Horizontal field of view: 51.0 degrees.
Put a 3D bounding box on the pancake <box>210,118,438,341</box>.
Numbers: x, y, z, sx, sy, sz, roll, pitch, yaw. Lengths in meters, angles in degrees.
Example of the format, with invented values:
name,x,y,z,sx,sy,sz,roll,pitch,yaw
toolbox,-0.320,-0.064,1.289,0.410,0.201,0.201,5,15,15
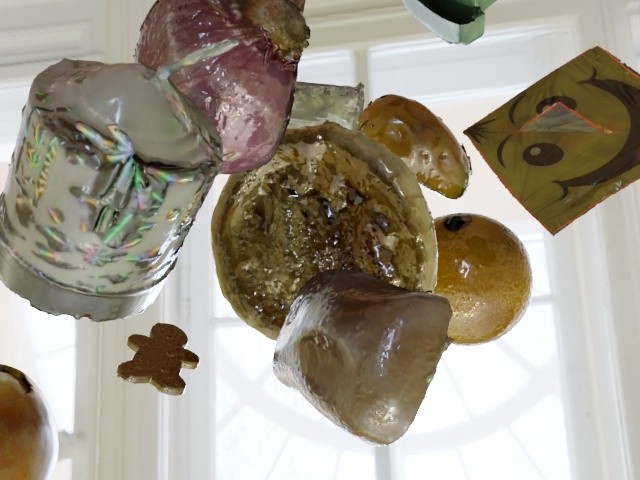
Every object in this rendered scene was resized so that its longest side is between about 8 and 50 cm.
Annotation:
name,x,y,z,sx,sy,sz,roll,pitch,yaw
pancake,-0.006,0.002,0.945,0.356,0.356,0.065,-8,179,25

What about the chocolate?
name,x,y,z,sx,sy,sz,roll,pitch,yaw
chocolate,0.016,0.099,0.678,0.083,0.161,0.261,25,171,-23

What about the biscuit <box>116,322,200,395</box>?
name,x,y,z,sx,sy,sz,roll,pitch,yaw
biscuit,-0.289,0.211,1.223,0.138,0.031,0.205,19,-160,-11

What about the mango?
name,x,y,z,sx,sy,sz,roll,pitch,yaw
mango,0.179,-0.168,1.249,0.249,0.156,0.151,39,163,-16

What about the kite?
name,x,y,z,sx,sy,sz,roll,pitch,yaw
kite,0.377,-0.168,1.055,0.328,0.377,0.013,9,153,33

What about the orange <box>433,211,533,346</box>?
name,x,y,z,sx,sy,sz,roll,pitch,yaw
orange,0.271,0.077,1.301,0.274,0.274,0.274,-2,168,0

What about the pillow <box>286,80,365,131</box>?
name,x,y,z,sx,sy,sz,roll,pitch,yaw
pillow,-0.015,-0.343,1.714,0.255,0.059,0.169,4,125,-10

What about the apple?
name,x,y,z,sx,sy,sz,roll,pitch,yaw
apple,-0.486,0.275,0.931,0.237,0.207,0.237,-13,-177,1

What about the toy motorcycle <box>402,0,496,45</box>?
name,x,y,z,sx,sy,sz,roll,pitch,yaw
toy motorcycle,0.146,-0.370,0.814,0.191,0.326,0.200,-32,136,-7

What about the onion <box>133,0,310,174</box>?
name,x,y,z,sx,sy,sz,roll,pitch,yaw
onion,-0.170,-0.207,0.862,0.159,0.267,0.349,14,157,-33

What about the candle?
name,x,y,z,sx,sy,sz,roll,pitch,yaw
candle,-0.188,-0.076,0.632,0.187,0.187,0.330,6,133,-34
